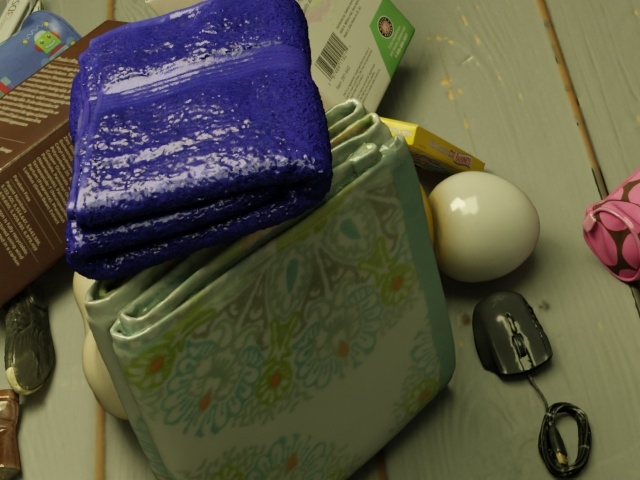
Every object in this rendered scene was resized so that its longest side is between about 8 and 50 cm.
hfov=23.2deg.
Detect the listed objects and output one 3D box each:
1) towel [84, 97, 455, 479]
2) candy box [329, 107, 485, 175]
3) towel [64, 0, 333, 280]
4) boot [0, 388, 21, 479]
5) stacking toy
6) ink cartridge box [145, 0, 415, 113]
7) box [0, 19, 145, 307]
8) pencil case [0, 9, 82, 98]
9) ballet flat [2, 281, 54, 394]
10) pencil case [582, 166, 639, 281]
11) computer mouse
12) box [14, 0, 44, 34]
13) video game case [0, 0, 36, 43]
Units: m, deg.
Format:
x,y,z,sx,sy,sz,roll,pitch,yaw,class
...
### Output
x,y,z,sx,sy,sz,roll,pitch,yaw,class
-0.030,0.094,1.390,0.320,0.374,0.090,-37,46,-22,towel
0.096,-0.104,1.703,0.105,0.206,0.027,11,87,27,candy box
-0.112,-0.106,1.311,0.227,0.076,0.308,-20,36,6,towel
-0.361,0.211,1.617,0.106,0.037,0.114,-14,48,5,boot
-0.008,0.002,1.601,0.479,0.351,0.351,0,42,-12,stacking toy
-0.042,-0.263,1.823,0.117,0.278,0.201,-22,31,43,ink cartridge box
-0.309,-0.099,1.816,0.381,0.143,0.191,-43,32,-24,box
-0.415,-0.154,1.946,0.119,0.133,0.306,40,60,3,pencil case
-0.324,0.110,1.705,0.049,0.057,0.173,-40,33,20,ballet flat
0.363,-0.053,1.638,0.209,0.095,0.098,-40,83,-27,pencil case
0.206,0.132,1.528,0.071,0.041,0.242,-19,44,-4,computer mouse
-0.477,-0.262,2.134,0.207,0.036,0.114,-14,43,2,box
-0.500,-0.292,2.126,0.201,0.023,0.183,0,45,16,video game case
